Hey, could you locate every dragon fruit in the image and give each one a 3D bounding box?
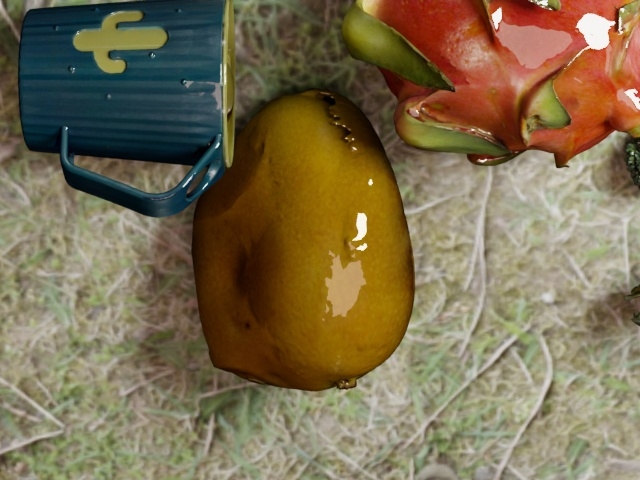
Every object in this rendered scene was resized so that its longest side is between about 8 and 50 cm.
[{"bbox_3d":[0.149,-0.151,1.380,0.227,0.224,0.224,9,121,38],"label":"dragon fruit"}]

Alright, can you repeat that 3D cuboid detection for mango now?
[{"bbox_3d":[0.000,0.000,1.480,0.136,0.166,0.236,-14,96,-44],"label":"mango"}]

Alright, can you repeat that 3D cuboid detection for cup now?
[{"bbox_3d":[-0.144,-0.102,1.418,0.155,0.176,0.131,2,152,1],"label":"cup"}]

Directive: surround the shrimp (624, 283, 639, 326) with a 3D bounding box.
[{"bbox_3d":[0.424,-0.070,1.483,0.445,0.085,0.272,-33,126,6],"label":"shrimp"}]

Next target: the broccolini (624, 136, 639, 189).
[{"bbox_3d":[0.345,-0.099,1.521,0.216,0.058,0.067,-26,148,-1],"label":"broccolini"}]
